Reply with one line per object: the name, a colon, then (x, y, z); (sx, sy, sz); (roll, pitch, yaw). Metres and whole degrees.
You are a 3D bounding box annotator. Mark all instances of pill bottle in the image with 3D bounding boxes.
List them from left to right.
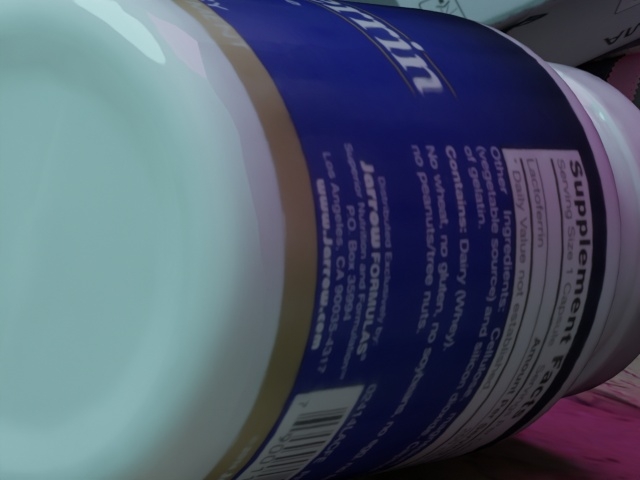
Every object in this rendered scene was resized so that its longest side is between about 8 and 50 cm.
pill bottle: (0.000, 0.000, 0.626); (0.153, 0.153, 0.265); (19, 12, 35)

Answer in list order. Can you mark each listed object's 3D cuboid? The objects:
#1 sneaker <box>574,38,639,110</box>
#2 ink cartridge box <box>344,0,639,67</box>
sneaker: (0.197, -0.036, 1.008); (0.319, 0.131, 0.112); (-22, -37, 28)
ink cartridge box: (0.077, -0.094, 0.971); (0.275, 0.060, 0.239); (-24, -14, -9)
